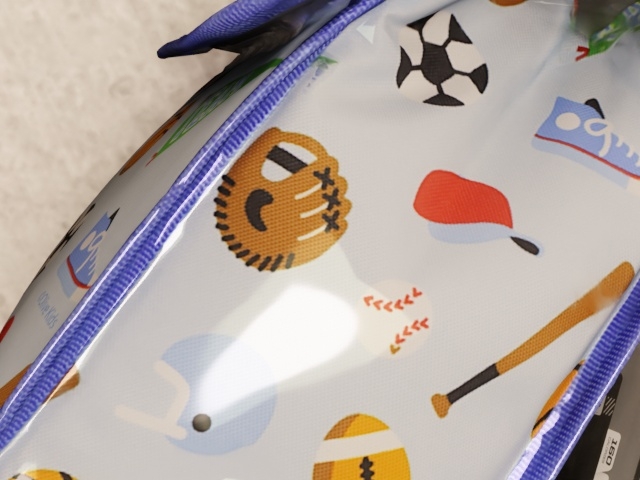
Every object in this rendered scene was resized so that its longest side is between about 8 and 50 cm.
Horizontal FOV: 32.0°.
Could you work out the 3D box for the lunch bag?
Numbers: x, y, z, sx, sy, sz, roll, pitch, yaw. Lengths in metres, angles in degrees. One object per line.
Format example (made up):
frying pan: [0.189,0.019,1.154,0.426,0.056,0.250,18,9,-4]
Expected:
lunch bag: [0.000,0.000,0.556,0.239,0.328,0.385,38,88,-12]

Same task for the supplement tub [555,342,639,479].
supplement tub: [0.230,0.156,0.675,0.194,0.193,0.316,16,90,-11]
